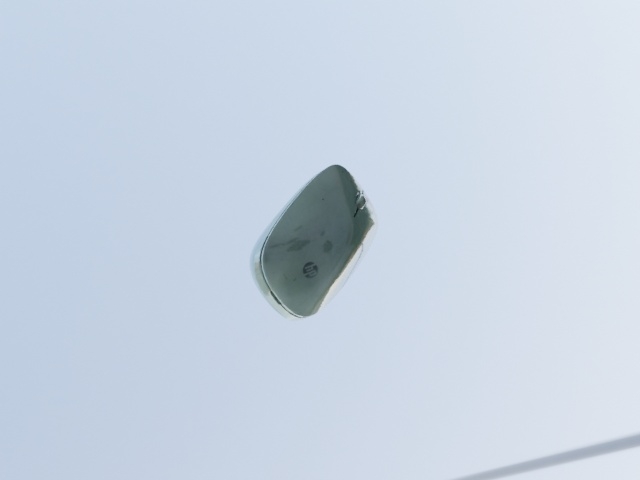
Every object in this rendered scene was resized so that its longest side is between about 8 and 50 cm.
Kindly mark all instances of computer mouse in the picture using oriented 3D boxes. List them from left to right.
[{"bbox_3d":[0.003,0.000,1.367,0.288,0.097,0.159,-47,-71,-33],"label":"computer mouse"}]
